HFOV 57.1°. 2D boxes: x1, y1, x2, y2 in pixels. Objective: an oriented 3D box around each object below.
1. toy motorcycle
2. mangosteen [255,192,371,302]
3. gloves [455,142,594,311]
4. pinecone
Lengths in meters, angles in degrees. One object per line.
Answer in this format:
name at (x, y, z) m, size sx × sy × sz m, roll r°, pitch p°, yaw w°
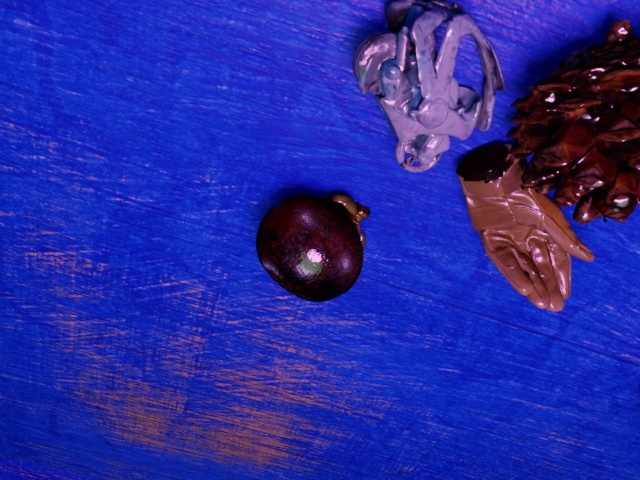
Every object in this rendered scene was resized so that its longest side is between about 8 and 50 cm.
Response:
toy motorcycle at (0.171, -0.235, 0.895) m, size 0.206 × 0.154 × 0.260 m, roll -33°, pitch 130°, yaw 5°
mangosteen at (-0.011, 0.002, 1.095) m, size 0.216 × 0.216 × 0.216 m, roll 4°, pitch 132°, yaw 5°
gloves at (0.362, -0.021, 1.050) m, size 0.154 × 0.141 × 0.331 m, roll -35°, pitch 111°, yaw 2°
pinecone at (0.424, -0.157, 0.847) m, size 0.298 × 0.242 × 0.296 m, roll -11°, pitch 131°, yaw -3°
